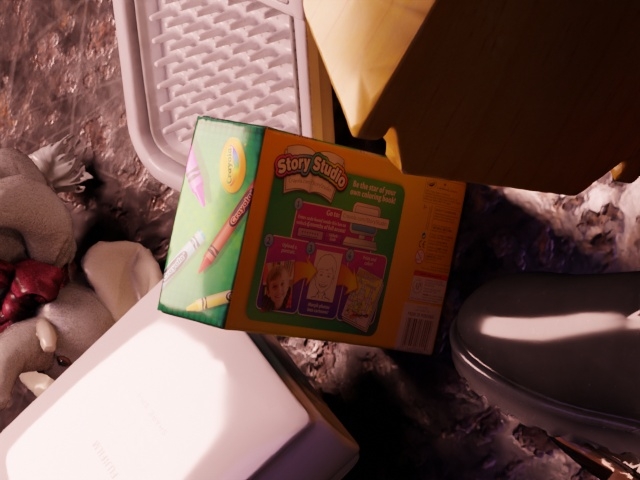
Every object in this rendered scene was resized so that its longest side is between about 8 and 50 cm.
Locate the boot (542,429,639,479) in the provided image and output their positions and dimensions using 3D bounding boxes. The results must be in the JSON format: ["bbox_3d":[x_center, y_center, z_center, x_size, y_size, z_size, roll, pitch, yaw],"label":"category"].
[{"bbox_3d":[0.244,0.143,1.580,0.106,0.082,0.219,-46,48,0],"label":"boot"}]

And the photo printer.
[{"bbox_3d":[-0.146,0.197,1.707,0.307,0.107,0.256,-43,49,5],"label":"photo printer"}]

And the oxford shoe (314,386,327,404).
[{"bbox_3d":[-0.040,0.198,1.775,0.132,0.130,0.363,-52,54,13],"label":"oxford shoe"}]

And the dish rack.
[{"bbox_3d":[-0.083,-0.181,1.835,0.285,0.072,0.332,25,130,41],"label":"dish rack"}]

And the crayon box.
[{"bbox_3d":[0.000,0.000,1.665,0.081,0.278,0.165,12,91,41],"label":"crayon box"}]

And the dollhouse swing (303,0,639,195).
[{"bbox_3d":[0.122,-0.256,1.522,0.305,0.347,0.315,47,117,34],"label":"dollhouse swing"}]

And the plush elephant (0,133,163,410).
[{"bbox_3d":[-0.307,0.055,1.966,0.272,0.330,0.255,-38,81,46],"label":"plush elephant"}]

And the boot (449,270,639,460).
[{"bbox_3d":[0.243,-0.057,1.375,0.367,0.146,0.445,20,129,36],"label":"boot"}]
